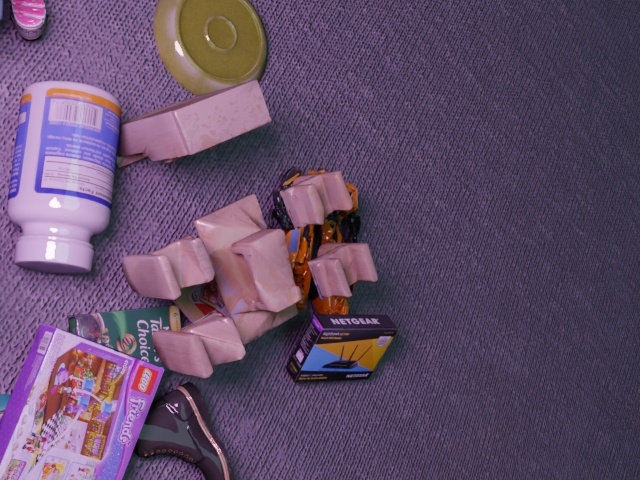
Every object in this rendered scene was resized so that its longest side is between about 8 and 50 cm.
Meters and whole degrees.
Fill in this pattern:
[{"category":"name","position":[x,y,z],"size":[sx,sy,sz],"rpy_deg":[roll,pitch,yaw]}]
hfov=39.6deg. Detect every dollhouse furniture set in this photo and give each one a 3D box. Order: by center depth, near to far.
[{"category":"dollhouse furniture set","position":[-0.167,-0.034,1.458],"size":[0.362,0.256,0.394],"rpy_deg":[-28,106,-33]}]

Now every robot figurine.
[{"category":"robot figurine","position":[0.000,0.000,1.674],"size":[0.211,0.085,0.290],"rpy_deg":[16,73,-36]}]

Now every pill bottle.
[{"category":"pill bottle","position":[-0.390,-0.091,1.350],"size":[0.152,0.152,0.271],"rpy_deg":[12,76,-36]}]

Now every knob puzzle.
[{"category":"knob puzzle","position":[-0.171,0.086,1.562],"size":[0.213,0.030,0.213],"rpy_deg":[13,73,-48]}]

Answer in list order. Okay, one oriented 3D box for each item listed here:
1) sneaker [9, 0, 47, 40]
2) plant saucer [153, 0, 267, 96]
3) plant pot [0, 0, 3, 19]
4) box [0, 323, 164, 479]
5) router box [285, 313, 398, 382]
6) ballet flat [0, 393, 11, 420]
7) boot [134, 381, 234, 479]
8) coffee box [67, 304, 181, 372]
[{"category":"sneaker","position":[-0.466,-0.384,1.403],"size":[0.063,0.075,0.170],"rpy_deg":[-8,64,-21]},{"category":"plant saucer","position":[-0.188,-0.374,1.624],"size":[0.241,0.037,0.240],"rpy_deg":[7,78,-37]},{"category":"plant pot","position":[-0.569,-0.376,1.187],"size":[0.248,0.247,0.252],"rpy_deg":[-40,128,-19]},{"category":"box","position":[-0.373,0.293,1.313],"size":[0.201,0.057,0.293],"rpy_deg":[31,74,-40]},{"category":"router box","position":[0.040,0.199,1.648],"size":[0.179,0.046,0.133],"rpy_deg":[3,125,-37]},{"category":"ballet flat","position":[-0.513,0.259,1.269],"size":[0.168,0.057,0.052],"rpy_deg":[-5,115,-35]},{"category":"boot","position":[-0.235,0.350,1.453],"size":[0.137,0.077,0.197],"rpy_deg":[-23,83,-33]},{"category":"coffee box","position":[-0.310,0.166,1.436],"size":[0.184,0.040,0.113],"rpy_deg":[-1,83,-38]}]
